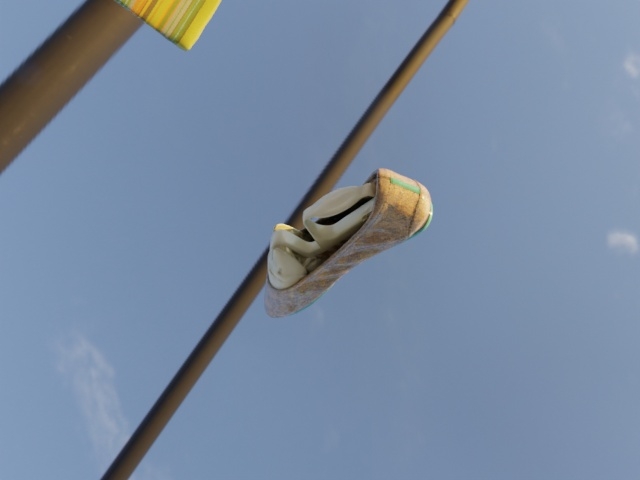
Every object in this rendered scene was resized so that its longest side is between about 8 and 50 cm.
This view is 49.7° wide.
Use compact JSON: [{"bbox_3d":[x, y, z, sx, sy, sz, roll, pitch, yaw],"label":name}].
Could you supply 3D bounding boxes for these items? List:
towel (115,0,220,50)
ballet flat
[{"bbox_3d":[-0.150,-0.226,0.420,0.237,0.021,0.102,32,-91,-36],"label":"towel"},{"bbox_3d":[0.000,0.000,0.909,0.316,0.106,0.107,-37,-139,32],"label":"ballet flat"}]
